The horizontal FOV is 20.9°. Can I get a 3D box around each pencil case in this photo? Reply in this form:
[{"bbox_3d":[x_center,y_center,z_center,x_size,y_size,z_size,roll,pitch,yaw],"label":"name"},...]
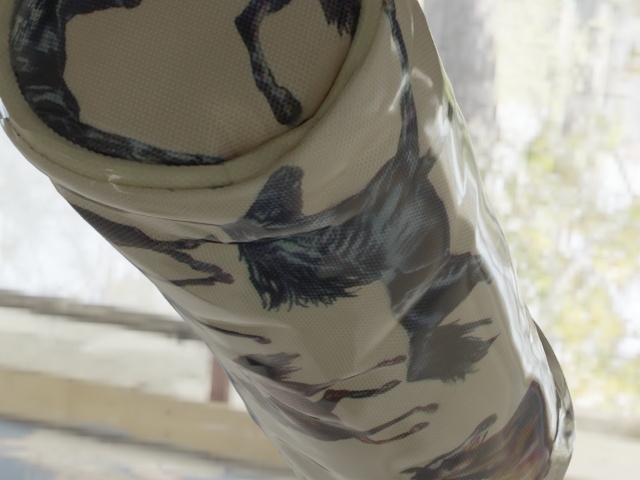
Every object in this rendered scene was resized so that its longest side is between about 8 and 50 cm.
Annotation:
[{"bbox_3d":[0.000,0.000,0.788,0.183,0.160,0.410,44,171,33],"label":"pencil case"}]
